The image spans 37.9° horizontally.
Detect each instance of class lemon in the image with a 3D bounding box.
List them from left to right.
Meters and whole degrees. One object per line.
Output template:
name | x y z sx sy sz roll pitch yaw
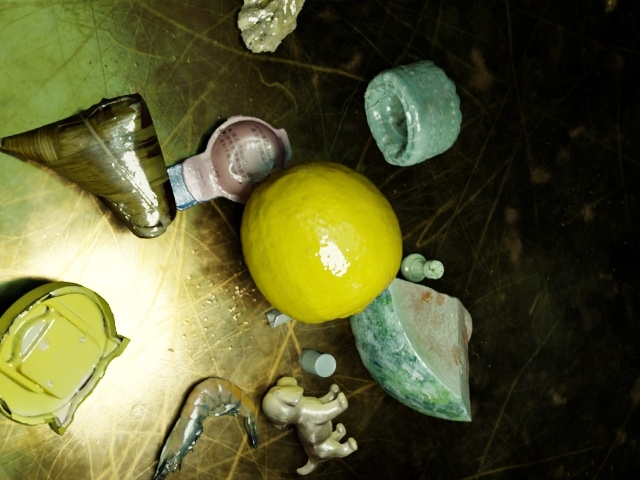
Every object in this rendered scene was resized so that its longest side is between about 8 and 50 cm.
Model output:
lemon | 0.000 0.000 1.902 0.348 0.348 0.348 -1 92 -27

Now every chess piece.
chess piece | 0.237 0.065 2.141 0.067 0.103 0.067 -1 92 -27

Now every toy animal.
toy animal | -0.019 0.385 2.020 0.169 0.121 0.233 -28 114 -7

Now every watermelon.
watermelon | 0.238 0.225 2.097 0.258 0.228 0.387 -37 98 -30

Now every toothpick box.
toothpick box | -0.007 0.267 2.035 0.052 0.083 0.052 -1 92 -27

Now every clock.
clock | -0.508 0.209 1.746 0.277 0.071 0.293 -52 145 -23

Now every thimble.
thimble | 0.204 -0.278 2.070 0.143 0.198 0.235 -21 129 -27

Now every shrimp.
shrimp | -0.227 0.425 1.949 0.198 0.051 0.262 36 73 -23

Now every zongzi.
zongzi | -0.441 -0.118 1.795 0.288 0.134 0.286 -18 104 -12

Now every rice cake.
rice cake | -0.029 0.133 2.050 0.208 0.033 0.033 -27 113 -22

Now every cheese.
cheese | -0.186 -0.154 1.941 0.286 0.074 0.189 -26 102 -20

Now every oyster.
oyster | -0.091 -0.495 1.982 0.209 0.072 0.133 -46 107 -16
